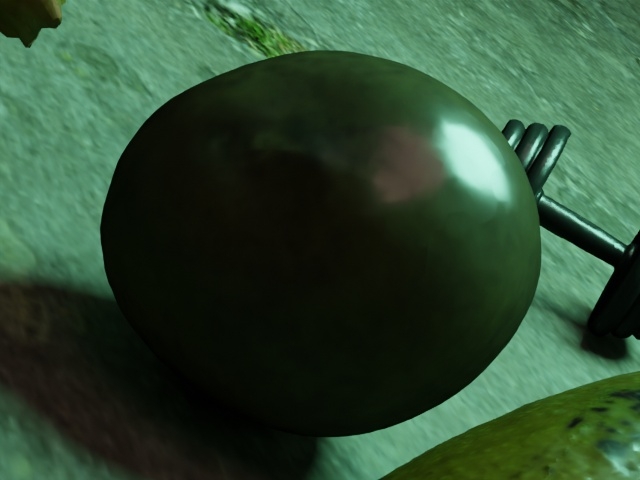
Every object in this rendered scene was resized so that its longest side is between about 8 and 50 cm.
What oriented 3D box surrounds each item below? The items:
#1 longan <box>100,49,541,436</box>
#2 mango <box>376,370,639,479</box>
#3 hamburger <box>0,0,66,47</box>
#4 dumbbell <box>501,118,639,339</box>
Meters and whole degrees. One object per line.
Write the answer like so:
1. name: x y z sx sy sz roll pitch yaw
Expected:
1. longan: 0.000 0.000 0.826 0.187 0.167 0.167 15 22 -10
2. mango: 0.104 0.120 0.648 0.329 0.177 0.175 14 19 -41
3. hamburger: -0.242 -0.154 0.707 0.287 0.268 0.445 38 17 27
4. dumbbell: 0.153 -0.006 1.149 0.208 0.099 0.099 32 20 3
